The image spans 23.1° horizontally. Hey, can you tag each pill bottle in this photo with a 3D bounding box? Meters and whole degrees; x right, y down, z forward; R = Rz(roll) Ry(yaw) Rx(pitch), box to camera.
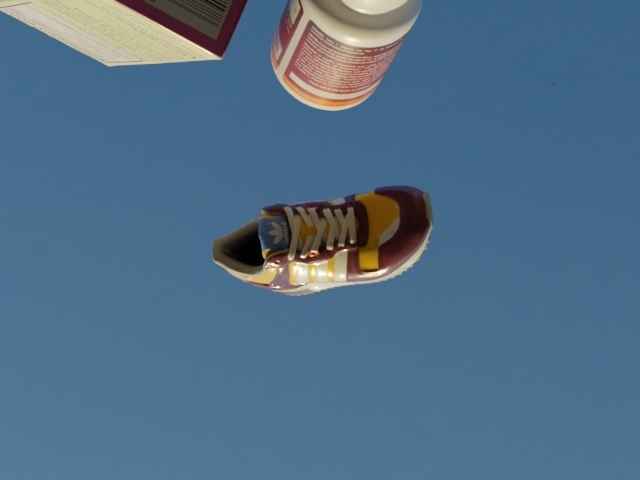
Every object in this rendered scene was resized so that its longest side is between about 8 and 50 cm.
[{"bbox_3d":[0.020,-0.157,1.079,0.086,0.152,0.086,5,-111,-12],"label":"pill bottle"}]

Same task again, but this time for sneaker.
[{"bbox_3d":[0.000,0.000,1.193,0.185,0.084,0.070,-22,-115,40],"label":"sneaker"}]

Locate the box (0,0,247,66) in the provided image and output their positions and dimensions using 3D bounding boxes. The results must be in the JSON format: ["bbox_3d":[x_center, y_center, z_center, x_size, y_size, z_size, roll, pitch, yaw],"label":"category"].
[{"bbox_3d":[-0.126,-0.252,1.182,0.117,0.243,0.214,26,-98,-27],"label":"box"}]
